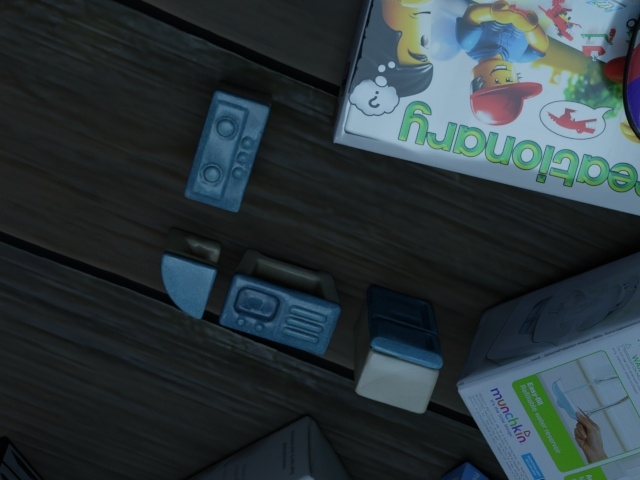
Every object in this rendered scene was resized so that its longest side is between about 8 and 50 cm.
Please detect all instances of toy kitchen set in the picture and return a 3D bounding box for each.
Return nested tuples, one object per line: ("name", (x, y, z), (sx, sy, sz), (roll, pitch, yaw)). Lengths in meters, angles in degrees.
("toy kitchen set", (0.000, 0.000, 1.283), (0.207, 0.122, 0.166), (17, 107, -6))

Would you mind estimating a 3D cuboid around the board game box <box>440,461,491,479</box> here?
("board game box", (0.158, 0.289, 1.360), (0.211, 0.160, 0.039), (40, 131, -13))

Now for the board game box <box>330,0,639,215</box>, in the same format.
("board game box", (0.177, -0.129, 1.276), (0.305, 0.053, 0.193), (13, 107, -4))

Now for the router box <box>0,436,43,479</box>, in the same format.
("router box", (-0.341, 0.301, 1.320), (0.309, 0.243, 0.081), (-36, 105, 10))

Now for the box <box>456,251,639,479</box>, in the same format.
("box", (0.263, 0.144, 1.297), (0.231, 0.127, 0.262), (-24, 108, 24))

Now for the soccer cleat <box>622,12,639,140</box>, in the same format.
("soccer cleat", (0.309, -0.191, 1.174), (0.108, 0.116, 0.318), (38, 90, -5))

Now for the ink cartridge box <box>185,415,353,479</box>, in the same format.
("ink cartridge box", (-0.077, 0.298, 1.383), (0.283, 0.117, 0.207), (-29, 106, 9))
